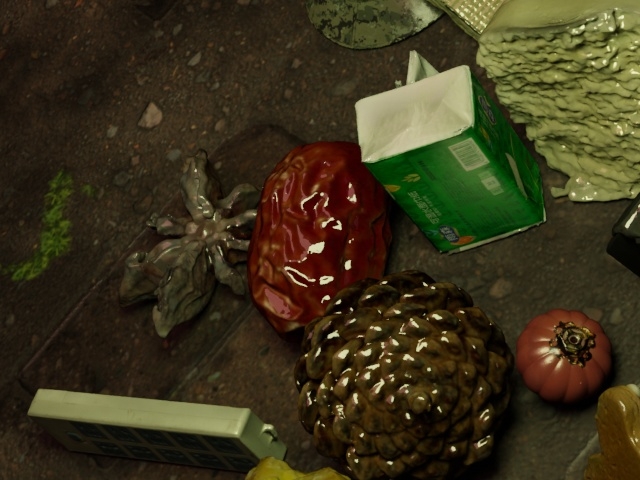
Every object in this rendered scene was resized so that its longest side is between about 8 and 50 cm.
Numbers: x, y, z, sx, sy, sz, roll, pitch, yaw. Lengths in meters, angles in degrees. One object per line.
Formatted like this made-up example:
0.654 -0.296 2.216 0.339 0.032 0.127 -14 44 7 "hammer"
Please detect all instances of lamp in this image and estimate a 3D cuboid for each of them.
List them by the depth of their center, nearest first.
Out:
0.266 0.126 1.923 0.107 0.092 0.107 3 61 -5 "lamp"

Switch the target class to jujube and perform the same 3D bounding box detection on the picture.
0.000 0.000 2.133 0.174 0.174 0.250 -6 70 30 "jujube"

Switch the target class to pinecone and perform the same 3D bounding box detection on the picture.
0.091 0.140 1.942 0.243 0.243 0.257 -24 30 19 "pinecone"

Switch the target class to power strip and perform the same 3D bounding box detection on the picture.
-0.209 0.232 2.156 0.367 0.106 0.043 2 57 34 "power strip"

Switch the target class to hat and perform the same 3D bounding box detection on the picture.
0.066 -0.386 2.355 0.265 0.128 0.266 -14 59 24 "hat"

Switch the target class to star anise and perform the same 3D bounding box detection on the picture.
-0.165 0.006 2.270 0.198 0.110 0.257 21 68 40 "star anise"

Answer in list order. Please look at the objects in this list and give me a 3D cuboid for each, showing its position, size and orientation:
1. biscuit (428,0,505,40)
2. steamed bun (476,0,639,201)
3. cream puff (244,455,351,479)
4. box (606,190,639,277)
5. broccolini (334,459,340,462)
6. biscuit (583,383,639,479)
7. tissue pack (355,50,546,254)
0.173 -0.371 2.251 0.252 0.052 0.150 40 85 10 "biscuit"
0.337 -0.214 1.977 0.290 0.272 0.273 12 68 33 "steamed bun"
-0.023 0.357 1.866 0.324 0.291 0.257 -55 15 26 "cream puff"
0.483 -0.054 1.759 0.251 0.204 0.345 37 84 10 "box"
0.068 0.253 2.020 0.140 0.030 0.035 14 79 33 "broccolini"
0.348 0.295 1.717 0.049 0.197 0.301 -14 45 -17 "biscuit"
0.153 -0.111 2.069 0.148 0.209 0.156 -20 51 22 "tissue pack"
